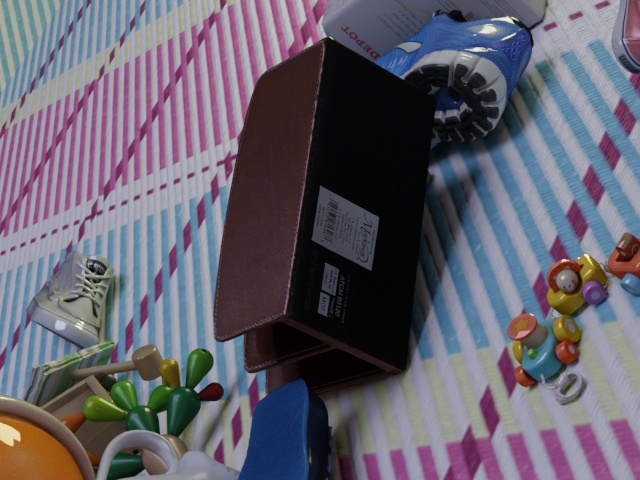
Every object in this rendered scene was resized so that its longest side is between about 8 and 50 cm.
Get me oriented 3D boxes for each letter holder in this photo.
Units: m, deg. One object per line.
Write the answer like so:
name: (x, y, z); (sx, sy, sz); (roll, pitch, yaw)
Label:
letter holder: (-0.024, -0.012, 1.800); (0.214, 0.152, 0.301); (-21, 52, 46)

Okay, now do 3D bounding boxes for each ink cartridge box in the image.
ink cartridge box: (0.129, -0.270, 2.042); (0.212, 0.154, 0.093); (-34, 26, 36)

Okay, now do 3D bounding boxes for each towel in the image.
towel: (-0.320, 0.183, 2.227); (0.152, 0.023, 0.113); (-21, -38, -60)

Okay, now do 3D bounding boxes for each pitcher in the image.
pitcher: (-0.173, 0.257, 1.656); (0.207, 0.178, 0.125); (-26, -43, -44)

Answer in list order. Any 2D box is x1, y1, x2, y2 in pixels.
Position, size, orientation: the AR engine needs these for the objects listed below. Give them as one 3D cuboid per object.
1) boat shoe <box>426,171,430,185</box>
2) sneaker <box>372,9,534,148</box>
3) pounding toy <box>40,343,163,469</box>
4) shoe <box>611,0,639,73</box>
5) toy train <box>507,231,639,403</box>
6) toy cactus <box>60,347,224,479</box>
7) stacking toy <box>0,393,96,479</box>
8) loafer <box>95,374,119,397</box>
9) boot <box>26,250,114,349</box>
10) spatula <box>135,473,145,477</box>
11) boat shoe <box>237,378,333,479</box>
boat shoe: (0.000, 0.000, 1.975); (0.285, 0.089, 0.104); (-41, 42, 31)
sneaker: (0.118, -0.165, 1.978); (0.147, 0.130, 0.330); (-46, 19, -31)
pounding toy: (-0.258, 0.214, 2.120); (0.206, 0.094, 0.181); (-32, 18, -10)
shoe: (0.330, -0.241, 1.728); (0.081, 0.063, 0.178); (-29, 35, 41)
toy train: (0.214, 0.051, 1.491); (0.166, 0.046, 0.125); (-54, 21, -11)
toy cactus: (-0.183, 0.220, 1.956); (0.219, 0.112, 0.180); (-35, 43, -9)
stacking toy: (-0.299, 0.397, 1.699); (0.350, 0.350, 0.480); (-49, 41, 3)
loafer: (-0.303, 0.237, 2.206); (0.170, 0.062, 0.061); (-57, 4, -21)
boot: (-0.336, 0.073, 2.487); (0.123, 0.095, 0.258); (-59, 21, -4)
spatula: (-0.278, 0.369, 1.991); (0.168, 0.019, 0.242); (-20, 36, 51)
boat shoe: (-0.018, 0.226, 1.620); (0.109, 0.089, 0.258); (-22, 27, 27)
